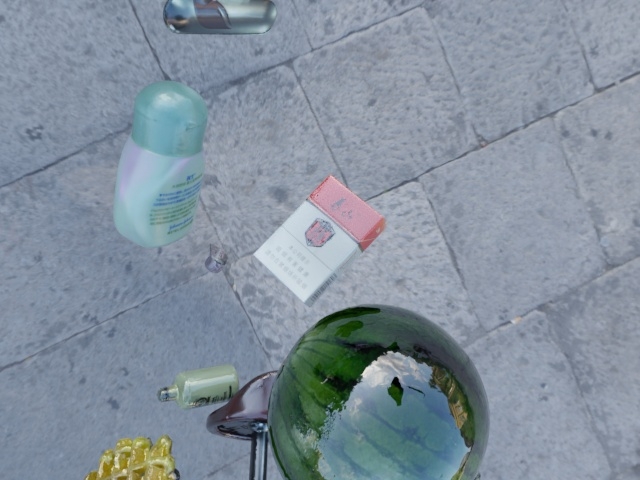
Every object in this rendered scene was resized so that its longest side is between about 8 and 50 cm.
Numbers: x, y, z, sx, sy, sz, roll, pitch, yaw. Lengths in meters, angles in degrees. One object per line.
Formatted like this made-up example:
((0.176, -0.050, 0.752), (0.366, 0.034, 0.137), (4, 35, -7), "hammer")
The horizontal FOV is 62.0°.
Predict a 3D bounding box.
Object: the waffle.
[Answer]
((-0.338, 0.490, 0.884), (0.062, 0.329, 0.329), (36, 86, -44), "waffle")

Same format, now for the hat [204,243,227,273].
((-0.263, 0.049, 1.315), (0.042, 0.087, 0.058), (-40, 129, 16), "hat")

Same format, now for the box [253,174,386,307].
((0.000, 0.000, 0.712), (0.100, 0.048, 0.152), (42, 88, 18), "box")

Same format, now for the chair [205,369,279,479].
((-0.115, 0.463, 0.993), (0.227, 0.226, 0.400), (7, 58, -10), "chair")

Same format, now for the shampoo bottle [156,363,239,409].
((-0.255, 0.306, 1.103), (0.162, 0.079, 0.079), (-2, 94, -33), "shampoo bottle")

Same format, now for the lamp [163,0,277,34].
((-0.156, -0.462, 0.809), (0.203, 0.125, 0.283), (-10, 84, -49), "lamp")

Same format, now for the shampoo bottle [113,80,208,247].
((-0.333, -0.165, 1.134), (0.151, 0.222, 0.349), (31, 124, 17), "shampoo bottle")

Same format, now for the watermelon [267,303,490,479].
((0.063, 0.193, 0.586), (0.243, 0.242, 0.242), (0, 93, -9), "watermelon")
